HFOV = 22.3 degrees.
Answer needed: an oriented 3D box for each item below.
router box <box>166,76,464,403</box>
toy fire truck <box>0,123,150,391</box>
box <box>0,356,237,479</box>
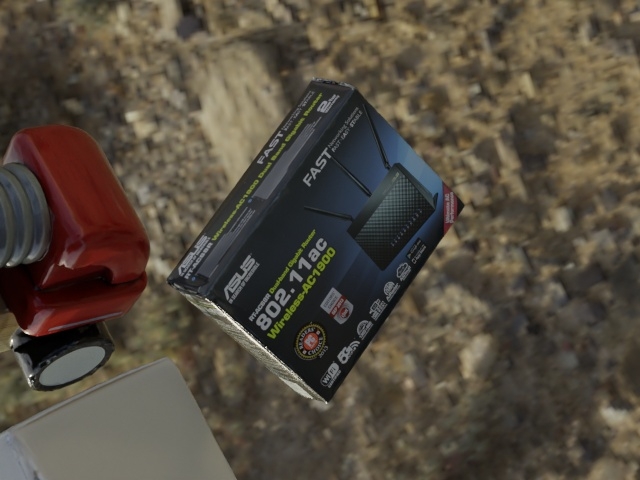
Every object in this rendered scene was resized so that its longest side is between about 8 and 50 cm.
[{"bbox_3d":[0.000,0.000,0.757,0.092,0.122,0.038,43,165,-33],"label":"router box"},{"bbox_3d":[-0.194,-0.029,0.870,0.158,0.217,0.246,60,139,21],"label":"toy fire truck"},{"bbox_3d":[-0.186,0.182,0.737,0.311,0.148,0.121,-30,87,22],"label":"box"}]
